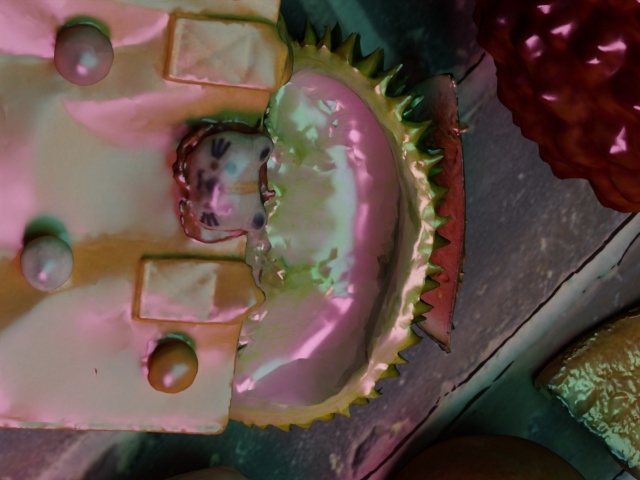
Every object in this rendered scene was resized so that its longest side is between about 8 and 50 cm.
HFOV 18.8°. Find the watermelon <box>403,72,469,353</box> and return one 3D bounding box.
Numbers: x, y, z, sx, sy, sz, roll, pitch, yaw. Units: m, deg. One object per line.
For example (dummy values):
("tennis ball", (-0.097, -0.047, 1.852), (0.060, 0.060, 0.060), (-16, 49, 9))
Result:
("watermelon", (0.096, -0.033, 1.584), (0.063, 0.119, 0.245), (-8, 115, -19))

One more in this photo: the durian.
("durian", (0.000, 0.000, 1.515), (0.169, 0.158, 0.352), (-1, 115, -27))

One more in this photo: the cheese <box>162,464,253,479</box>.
("cheese", (-0.101, 0.291, 1.516), (0.248, 0.251, 0.174), (-41, 95, -26))

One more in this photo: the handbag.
("handbag", (-0.164, -0.064, 1.326), (0.283, 0.133, 0.401), (6, 107, -14))

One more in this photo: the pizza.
("pizza", (0.297, 0.155, 1.841), (0.204, 0.080, 0.188), (-12, 94, -19))

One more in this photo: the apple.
("apple", (0.143, 0.296, 1.711), (0.253, 0.253, 0.254), (-14, 118, -29))

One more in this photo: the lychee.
("lychee", (0.315, -0.199, 1.451), (0.424, 0.424, 0.500), (-44, 98, -10))
